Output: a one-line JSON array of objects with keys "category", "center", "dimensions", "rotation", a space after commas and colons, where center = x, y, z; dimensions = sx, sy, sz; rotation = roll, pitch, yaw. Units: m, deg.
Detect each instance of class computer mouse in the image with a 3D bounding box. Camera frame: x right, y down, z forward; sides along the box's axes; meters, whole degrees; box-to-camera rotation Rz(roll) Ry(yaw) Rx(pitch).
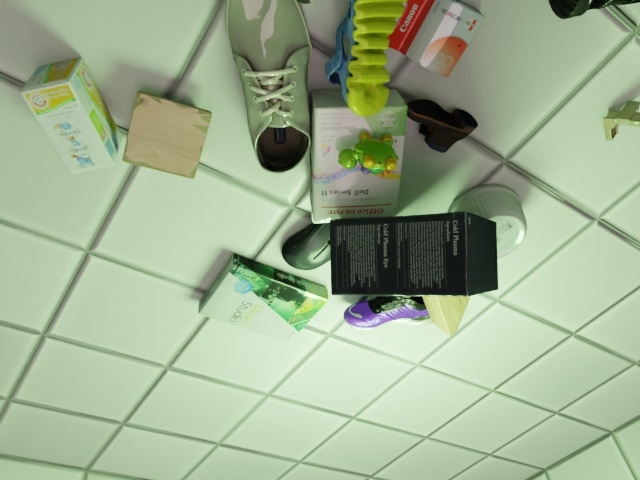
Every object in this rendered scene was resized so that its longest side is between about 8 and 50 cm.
[{"category": "computer mouse", "center": [0.000, 0.000, 1.505], "dimensions": [0.188, 0.072, 0.272], "rotation": [31, 122, -31]}]

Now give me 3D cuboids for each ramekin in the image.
[{"category": "ramekin", "center": [0.456, -0.040, 1.507], "dimensions": [0.207, 0.109, 0.207], "rotation": [-4, 132, -4]}]

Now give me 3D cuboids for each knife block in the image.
[{"category": "knife block", "center": [0.327, 0.126, 1.594], "dimensions": [0.242, 0.088, 0.276], "rotation": [11, 105, -32]}]

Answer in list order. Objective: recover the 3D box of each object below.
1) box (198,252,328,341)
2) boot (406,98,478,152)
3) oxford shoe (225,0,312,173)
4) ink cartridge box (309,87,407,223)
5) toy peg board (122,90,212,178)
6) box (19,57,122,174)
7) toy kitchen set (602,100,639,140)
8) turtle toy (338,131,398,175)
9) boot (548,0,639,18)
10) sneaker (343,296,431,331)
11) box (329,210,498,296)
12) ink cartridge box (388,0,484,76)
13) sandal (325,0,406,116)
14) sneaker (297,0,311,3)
[{"category": "box", "center": [-0.169, 0.181, 1.658], "dimensions": [0.322, 0.058, 0.232], "rotation": [21, 126, -26]}, {"category": "boot", "center": [0.259, -0.255, 1.281], "dimensions": [0.219, 0.082, 0.106], "rotation": [4, 141, -35]}, {"category": "oxford shoe", "center": [-0.096, -0.326, 1.156], "dimensions": [0.169, 0.130, 0.449], "rotation": [-5, 131, 0]}, {"category": "ink cartridge box", "center": [0.079, -0.164, 1.301], "dimensions": [0.207, 0.119, 0.354], "rotation": [-3, 124, -5]}, {"category": "toy peg board", "center": [-0.343, -0.243, 1.245], "dimensions": [0.161, 0.079, 0.161], "rotation": [13, 114, -19]}, {"category": "box", "center": [-0.514, -0.260, 1.164], "dimensions": [0.103, 0.114, 0.203], "rotation": [-11, 133, 4]}, {"category": "toy kitchen set", "center": [0.748, -0.289, 1.351], "dimensions": [0.068, 0.083, 0.075], "rotation": [-50, 133, -18]}, {"category": "turtle toy", "center": [0.103, -0.177, 1.177], "dimensions": [0.130, 0.095, 0.066], "rotation": [5, 142, -9]}, {"category": "boot", "center": [0.584, -0.554, 0.975], "dimensions": [0.260, 0.131, 0.348], "rotation": [-13, 160, -7]}, {"category": "sneaker", "center": [0.215, 0.189, 1.698], "dimensions": [0.293, 0.102, 0.146], "rotation": [-4, 130, -12]}, {"category": "box", "center": [0.234, 0.038, 1.321], "dimensions": [0.312, 0.179, 0.343], "rotation": [-3, 177, 28]}, {"category": "ink cartridge box", "center": [0.228, -0.439, 1.153], "dimensions": [0.179, 0.045, 0.145], "rotation": [13, 129, -22]}, {"category": "sandal", "center": [0.078, -0.417, 1.099], "dimensions": [0.126, 0.138, 0.318], "rotation": [-4, 117, -36]}, {"category": "sneaker", "center": [-0.029, -0.537, 0.995], "dimensions": [0.081, 0.094, 0.209], "rotation": [20, 137, 29]}]
